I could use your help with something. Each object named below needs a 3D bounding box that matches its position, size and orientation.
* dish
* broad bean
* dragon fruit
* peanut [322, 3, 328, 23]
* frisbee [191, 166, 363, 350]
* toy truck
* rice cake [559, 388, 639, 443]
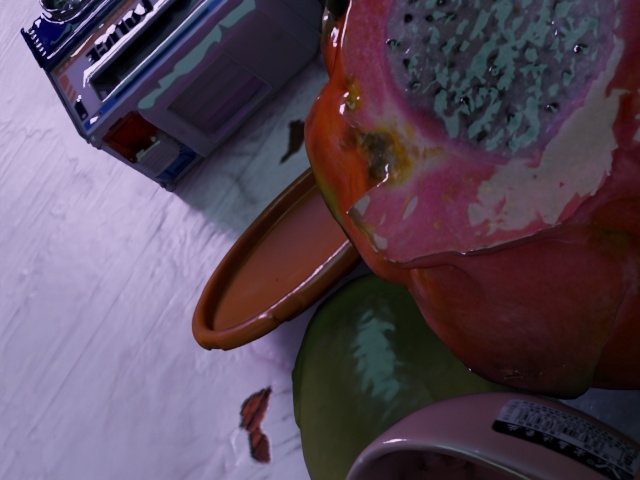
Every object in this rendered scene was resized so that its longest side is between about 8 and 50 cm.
[{"bbox_3d":[0.102,0.149,0.707,0.213,0.213,0.090,-1,32,39],"label":"dish"},{"bbox_3d":[0.043,0.092,0.849,0.124,0.082,0.174,-35,45,15],"label":"broad bean"},{"bbox_3d":[0.122,-0.071,0.730,0.291,0.189,0.290,-9,67,21],"label":"dragon fruit"},{"bbox_3d":[0.098,-0.129,0.936,0.229,0.098,0.103,0,102,40],"label":"peanut"},{"bbox_3d":[0.000,0.000,0.943,0.192,0.035,0.192,-40,16,14],"label":"frisbee"},{"bbox_3d":[-0.063,-0.176,1.080,0.268,0.124,0.155,-42,52,13],"label":"toy truck"},{"bbox_3d":[0.150,0.086,0.791,0.042,0.045,0.245,-46,44,6],"label":"rice cake"}]
